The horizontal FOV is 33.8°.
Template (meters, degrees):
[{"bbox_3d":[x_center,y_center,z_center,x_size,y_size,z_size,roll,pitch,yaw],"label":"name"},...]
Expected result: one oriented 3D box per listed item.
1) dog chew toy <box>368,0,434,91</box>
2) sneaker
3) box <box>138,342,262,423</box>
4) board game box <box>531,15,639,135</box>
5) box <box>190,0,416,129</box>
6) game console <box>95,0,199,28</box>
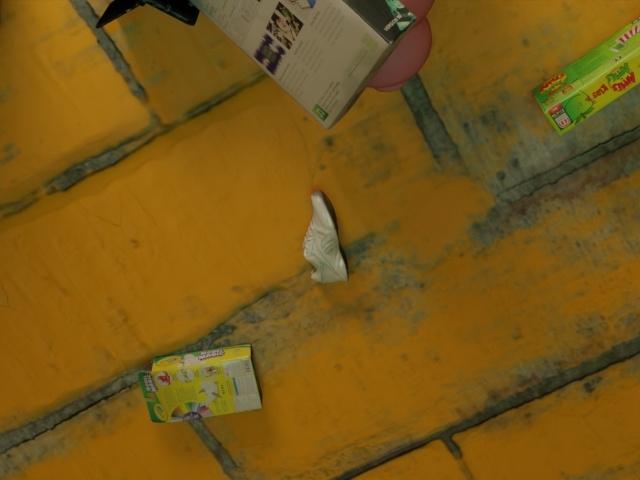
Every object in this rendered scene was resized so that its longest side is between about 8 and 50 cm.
[{"bbox_3d":[0.054,-0.335,1.285,0.207,0.206,0.332,-13,124,5],"label":"dog chew toy"},{"bbox_3d":[0.000,0.000,1.526,0.061,0.053,0.152,-9,117,7],"label":"sneaker"},{"bbox_3d":[-0.187,0.225,1.641,0.179,0.043,0.105,-9,117,1],"label":"box"},{"bbox_3d":[0.375,-0.221,1.399,0.181,0.092,0.043,-34,112,15],"label":"board game box"},{"bbox_3d":[-0.058,-0.297,1.227,0.322,0.232,0.058,43,65,-1],"label":"box"},{"bbox_3d":[-0.214,-0.290,1.338,0.107,0.122,0.071,26,114,-14],"label":"game console"}]
